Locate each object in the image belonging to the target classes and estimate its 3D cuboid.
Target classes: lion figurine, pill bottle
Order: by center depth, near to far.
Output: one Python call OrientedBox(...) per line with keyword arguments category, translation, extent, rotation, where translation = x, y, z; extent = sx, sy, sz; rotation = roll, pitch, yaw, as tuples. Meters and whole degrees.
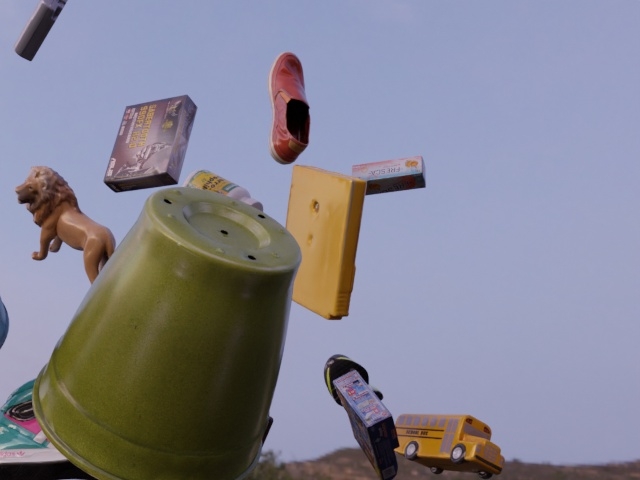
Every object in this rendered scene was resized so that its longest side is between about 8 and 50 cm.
OrientedBox(category="lion figurine", translation=(-0.637, -0.019, 2.270), extent=(0.392, 0.240, 0.142), rotation=(30, 24, 14))
OrientedBox(category="pill bottle", translation=(-0.257, -0.102, 2.288), extent=(0.208, 0.117, 0.117), rotation=(27, -11, 27))

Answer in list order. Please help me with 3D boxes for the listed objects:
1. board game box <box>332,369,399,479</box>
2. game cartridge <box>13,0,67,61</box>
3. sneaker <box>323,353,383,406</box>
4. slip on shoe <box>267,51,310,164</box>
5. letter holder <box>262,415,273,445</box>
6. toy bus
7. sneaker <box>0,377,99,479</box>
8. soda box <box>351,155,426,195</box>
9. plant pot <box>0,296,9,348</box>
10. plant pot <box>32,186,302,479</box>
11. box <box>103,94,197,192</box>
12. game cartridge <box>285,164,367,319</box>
OrientedBox(category="board game box", translation=(0.099, 0.377, 1.824), extent=(0.060, 0.194, 0.194), rotation=(-23, -51, -11))
OrientedBox(category="game cartridge", translation=(-0.592, -0.542, 1.935), extent=(0.062, 0.297, 0.198), rotation=(33, -46, -25))
OrientedBox(category="sneaker", translation=(0.057, 0.353, 2.161), extent=(0.121, 0.111, 0.300), rotation=(38, -13, 32))
OrientedBox(category="slip on shoe", translation=(-0.072, -0.359, 2.284), extent=(0.123, 0.331, 0.101), rotation=(22, -33, -36))
OrientedBox(category="letter holder", translation=(-0.256, 0.343, 1.835), extent=(0.302, 0.152, 0.214), rotation=(2, -53, -32))
OrientedBox(category="toy bus", translation=(0.317, 0.510, 2.171), extent=(0.108, 0.130, 0.333), rotation=(32, -25, -24))
OrientedBox(category="sneaker", translation=(-0.389, 0.295, 1.406), extent=(0.296, 0.178, 0.124), rotation=(1, -36, -7))
OrientedBox(category="soda box", translation=(0.172, -0.160, 2.172), extent=(0.183, 0.063, 0.058), rotation=(-7, -40, 16))
OrientedBox(category="plant pot", translation=(-0.642, 0.056, 1.331), extent=(0.272, 0.271, 0.255), rotation=(6, -53, 3))
OrientedBox(category="plant pot", translation=(-0.199, 0.123, 1.292), extent=(0.366, 0.353, 0.366), rotation=(21, 21, -8))
OrientedBox(category="box", translation=(-0.404, -0.230, 2.067), extent=(0.183, 0.231, 0.056), rotation=(-6, -32, 25))
OrientedBox(category="game cartridge", translation=(0.000, 0.000, 2.001), extent=(0.053, 0.323, 0.285), rotation=(1, 11, -29))
